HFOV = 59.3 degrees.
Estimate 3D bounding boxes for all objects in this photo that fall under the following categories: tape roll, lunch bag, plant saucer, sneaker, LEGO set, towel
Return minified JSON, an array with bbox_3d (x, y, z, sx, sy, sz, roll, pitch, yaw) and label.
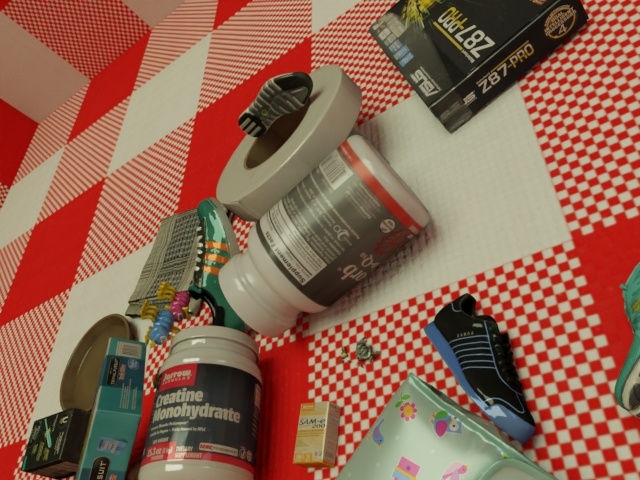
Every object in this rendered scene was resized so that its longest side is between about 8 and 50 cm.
[{"bbox_3d":[-0.075,-0.212,1.219,0.392,0.072,0.392,-37,29,25],"label":"tape roll"},{"bbox_3d":[0.163,0.327,0.672,0.262,0.160,0.223,34,86,41],"label":"lunch bag"},{"bbox_3d":[-0.577,0.325,1.464,0.278,0.041,0.278,-25,46,29],"label":"plant saucer"},{"bbox_3d":[0.418,0.087,0.676,0.275,0.107,0.110,-58,20,-16],"label":"sneaker"},{"bbox_3d":[0.233,0.166,0.783,0.090,0.081,0.232,-48,39,12],"label":"sneaker"},{"bbox_3d":[-0.087,-0.325,1.216,0.228,0.086,0.132,-23,34,44],"label":"sneaker"},{"bbox_3d":[-0.226,0.054,1.174,0.121,0.108,0.302,-15,74,-16],"label":"sneaker"},{"bbox_3d":[0.064,0.192,0.967,0.083,0.023,0.054,-28,45,25],"label":"LEGO set"},{"bbox_3d":[-0.377,0.051,1.469,0.312,0.056,0.324,-8,57,40],"label":"towel"}]

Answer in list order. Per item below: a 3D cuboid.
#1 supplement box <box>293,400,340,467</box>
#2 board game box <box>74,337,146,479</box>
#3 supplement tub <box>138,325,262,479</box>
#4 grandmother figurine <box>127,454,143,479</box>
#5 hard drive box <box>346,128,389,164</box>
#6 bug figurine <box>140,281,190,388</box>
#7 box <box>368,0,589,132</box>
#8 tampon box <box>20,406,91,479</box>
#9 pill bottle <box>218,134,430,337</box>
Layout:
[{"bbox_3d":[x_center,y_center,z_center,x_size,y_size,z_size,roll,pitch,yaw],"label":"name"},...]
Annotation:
[{"bbox_3d":[-0.005,0.320,0.927,0.062,0.036,0.098,-17,50,34],"label":"supplement box"},{"bbox_3d":[-0.412,0.396,1.071,0.254,0.079,0.336,-129,55,-67],"label":"board game box"},{"bbox_3d":[-0.204,0.311,1.001,0.191,0.191,0.272,-24,46,29],"label":"supplement tub"},{"bbox_3d":[-0.292,0.530,1.002,0.208,0.104,0.342,-20,39,-6],"label":"grandmother figurine"},{"bbox_3d":[0.006,-0.142,1.224,0.232,0.089,0.181,-46,40,6],"label":"hard drive box"},{"bbox_3d":[-0.311,0.219,1.185,0.072,0.279,0.216,1,34,-1],"label":"bug figurine"},{"bbox_3d":[0.299,-0.447,1.171,0.318,0.097,0.395,-39,41,19],"label":"box"},{"bbox_3d":[-0.598,0.478,1.319,0.161,0.101,0.120,-24,47,28],"label":"tampon box"},{"bbox_3d":[0.000,0.000,1.028,0.363,0.210,0.210,-41,41,13],"label":"pill bottle"}]
